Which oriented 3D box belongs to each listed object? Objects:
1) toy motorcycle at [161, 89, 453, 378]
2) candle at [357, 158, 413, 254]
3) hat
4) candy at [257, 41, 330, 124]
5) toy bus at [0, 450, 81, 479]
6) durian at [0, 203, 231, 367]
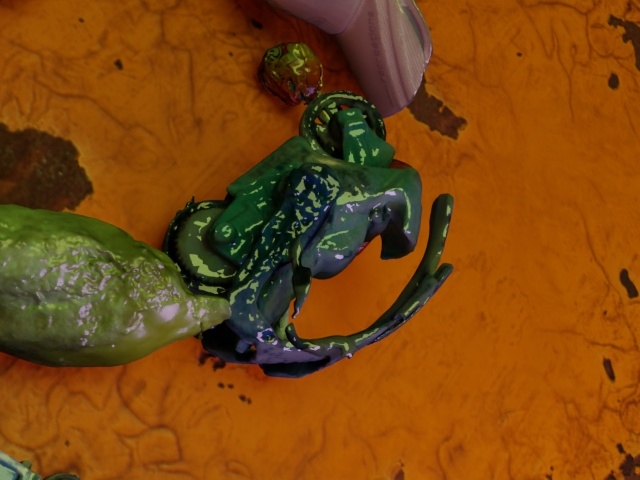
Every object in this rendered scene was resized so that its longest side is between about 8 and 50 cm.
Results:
[{"bbox_3d":[0.000,0.000,1.068,0.260,0.154,0.206,-40,82,-25],"label":"toy motorcycle"},{"bbox_3d":[0.050,-0.022,1.194,0.162,0.048,0.053,-51,120,-39],"label":"candle"},{"bbox_3d":[-0.001,-0.226,1.199,0.164,0.219,0.226,-8,101,-13],"label":"hat"},{"bbox_3d":[0.017,-0.111,1.186,0.201,0.060,0.060,50,50,2],"label":"candy"},{"bbox_3d":[-0.161,0.270,0.878,0.297,0.106,0.131,38,57,-20],"label":"toy bus"},{"bbox_3d":[-0.201,0.038,0.923,0.250,0.139,0.101,24,64,-26],"label":"durian"}]
